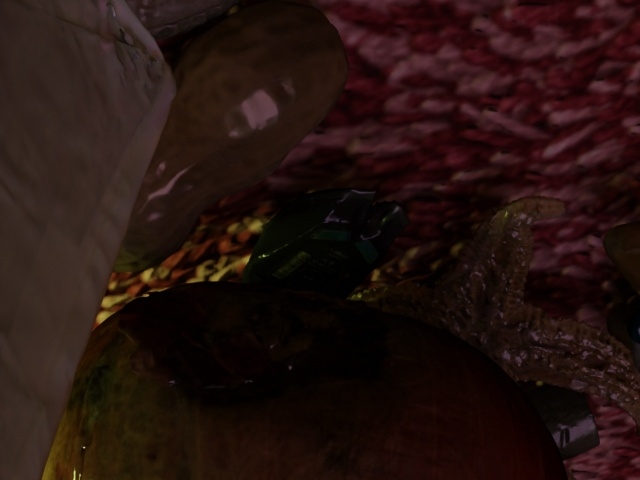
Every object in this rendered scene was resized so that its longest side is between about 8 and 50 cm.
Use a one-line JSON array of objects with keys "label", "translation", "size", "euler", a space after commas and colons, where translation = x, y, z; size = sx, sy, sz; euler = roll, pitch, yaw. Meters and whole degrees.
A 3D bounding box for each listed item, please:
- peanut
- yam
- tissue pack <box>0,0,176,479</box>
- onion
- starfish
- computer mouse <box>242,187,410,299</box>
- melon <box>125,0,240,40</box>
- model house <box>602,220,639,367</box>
[{"label": "peanut", "translation": [-0.077, -0.053, 0.772], "size": [0.228, 0.086, 0.104], "euler": [-39, 162, 19]}, {"label": "yam", "translation": [0.141, 0.168, 1.043], "size": [0.169, 0.068, 0.068], "euler": [-25, 132, 3]}, {"label": "tissue pack", "translation": [-0.298, 0.028, 0.530], "size": [0.404, 0.332, 0.205], "euler": [-10, 139, 26]}, {"label": "onion", "translation": [-0.019, 0.169, 0.817], "size": [0.353, 0.354, 0.354], "euler": [-8, 132, -9]}, {"label": "starfish", "translation": [0.096, 0.096, 0.956], "size": [0.302, 0.060, 0.299], "euler": [-8, 124, 9]}, {"label": "computer mouse", "translation": [0.000, 0.000, 0.864], "size": [0.079, 0.047, 0.135], "euler": [24, 133, -34]}, {"label": "melon", "translation": [-0.108, -0.148, 0.719], "size": [0.182, 0.054, 0.098], "euler": [5, 113, -20]}, {"label": "model house", "translation": [0.304, 0.077, 0.918], "size": [0.291, 0.253, 0.184], "euler": [28, 105, -15]}]
